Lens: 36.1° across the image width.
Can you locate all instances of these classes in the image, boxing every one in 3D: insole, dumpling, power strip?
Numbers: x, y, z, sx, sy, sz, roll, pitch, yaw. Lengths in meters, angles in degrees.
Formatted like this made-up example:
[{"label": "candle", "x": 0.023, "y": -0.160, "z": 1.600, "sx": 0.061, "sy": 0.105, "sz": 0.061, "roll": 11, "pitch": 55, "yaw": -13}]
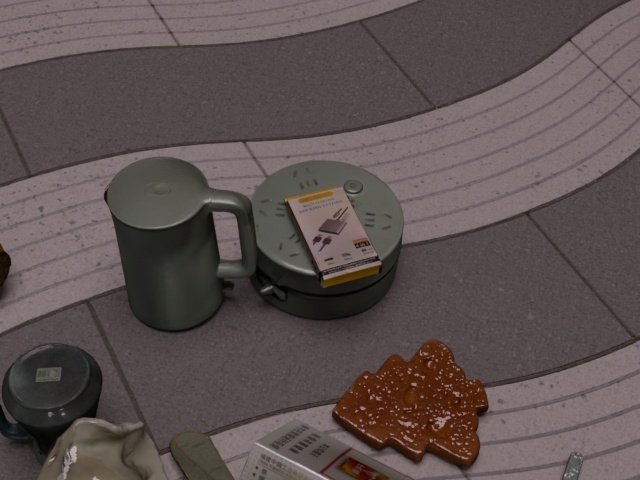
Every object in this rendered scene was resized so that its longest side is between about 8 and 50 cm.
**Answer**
[{"label": "insole", "x": -0.160, "y": 0.469, "z": 1.760, "sx": 0.119, "sy": 0.009, "sz": 0.348, "roll": -14, "pitch": 48, "yaw": -38}, {"label": "dumpling", "x": -0.375, "y": 0.461, "z": 1.689, "sx": 0.243, "sy": 0.187, "sz": 0.318, "roll": 7, "pitch": 82, "yaw": -46}, {"label": "power strip", "x": 0.000, "y": 0.000, "z": 2.099, "sx": 0.357, "sy": 0.161, "sz": 0.357, "roll": 2, "pitch": 49, "yaw": -2}]

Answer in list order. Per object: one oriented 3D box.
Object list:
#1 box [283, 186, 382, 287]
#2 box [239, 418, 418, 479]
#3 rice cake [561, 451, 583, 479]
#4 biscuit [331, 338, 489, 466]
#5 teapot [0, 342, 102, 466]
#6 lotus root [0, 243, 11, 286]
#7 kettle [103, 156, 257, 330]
[{"label": "box", "x": 0.020, "y": -0.018, "z": 1.990, "sx": 0.129, "sy": 0.033, "sz": 0.247, "roll": -15, "pitch": 53, "yaw": -15}, {"label": "box", "x": 0.049, "y": 0.436, "z": 1.699, "sx": 0.330, "sy": 0.095, "sz": 0.210, "roll": 25, "pitch": 9, "yaw": 16}, {"label": "rice cake", "x": 0.453, "y": 0.464, "z": 1.815, "sx": 0.029, "sy": 0.033, "sz": 0.171, "roll": 21, "pitch": 51, "yaw": 15}, {"label": "biscuit", "x": 0.173, "y": 0.321, "z": 1.913, "sx": 0.306, "sy": 0.043, "sz": 0.284, "roll": -5, "pitch": 51, "yaw": -6}, {"label": "teapot", "x": -0.483, "y": 0.305, "z": 1.759, "sx": 0.203, "sy": 0.225, "sz": 0.171, "roll": 2, "pitch": 46, "yaw": -1}, {"label": "lotus root", "x": -0.782, "y": 0.042, "z": 1.999, "sx": 0.291, "sy": 0.193, "sz": 0.193, "roll": 10, "pitch": 49, "yaw": 0}, {"label": "kettle", "x": -0.280, "y": 0.019, "z": 1.953, "sx": 0.265, "sy": 0.318, "sz": 0.205, "roll": 28, "pitch": 53, "yaw": 24}]
